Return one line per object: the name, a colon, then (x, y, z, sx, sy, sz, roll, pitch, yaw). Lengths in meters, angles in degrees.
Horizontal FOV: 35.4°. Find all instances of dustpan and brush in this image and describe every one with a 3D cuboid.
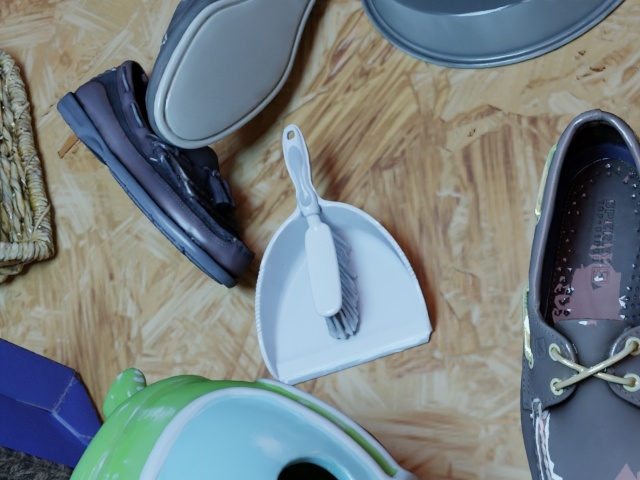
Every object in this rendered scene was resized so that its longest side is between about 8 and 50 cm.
dustpan and brush: (0.000, 0.000, 0.848, 0.147, 0.060, 0.211, -20, 60, 17)

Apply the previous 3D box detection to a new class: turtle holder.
turtle holder: (-0.062, 0.226, 0.637, 0.227, 0.320, 0.243, 0, 105, 24)

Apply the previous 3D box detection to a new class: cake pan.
cake pan: (0.159, -0.295, 0.909, 0.293, 0.054, 0.293, -10, 64, 22)

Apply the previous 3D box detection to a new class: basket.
basket: (-0.436, -0.088, 1.014, 0.223, 0.213, 0.299, -27, 59, 14)

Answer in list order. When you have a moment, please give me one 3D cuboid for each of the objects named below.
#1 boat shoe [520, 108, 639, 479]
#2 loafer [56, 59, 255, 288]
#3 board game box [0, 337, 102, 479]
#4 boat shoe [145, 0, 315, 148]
boat shoe: (0.194, 0.066, 0.700, 0.116, 0.097, 0.324, -2, 67, 26)
loafer: (-0.145, -0.077, 0.933, 0.095, 0.109, 0.302, -44, 53, -3)
board game box: (-0.351, 0.216, 0.823, 0.291, 0.232, 0.141, -40, 56, 6)
boat shoe: (-0.074, -0.218, 0.953, 0.095, 0.112, 0.335, 4, 56, 46)
